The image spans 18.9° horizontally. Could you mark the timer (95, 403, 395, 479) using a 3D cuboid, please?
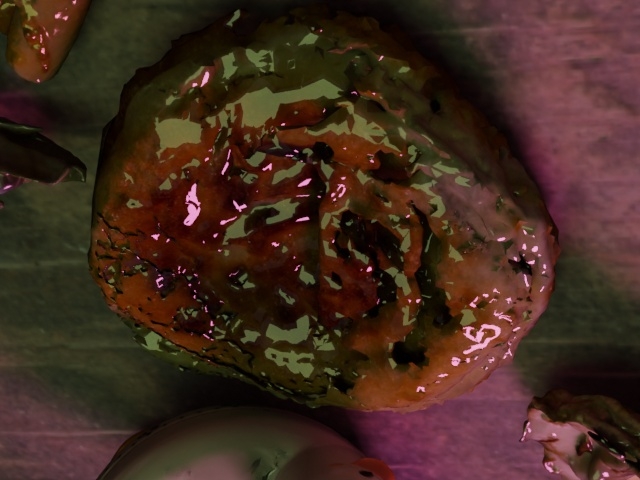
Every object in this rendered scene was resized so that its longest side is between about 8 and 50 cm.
[{"bbox_3d":[-0.044,0.219,1.208,0.233,0.240,0.234,-1,95,-10],"label":"timer"}]

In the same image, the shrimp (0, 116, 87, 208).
[{"bbox_3d":[-0.277,-0.115,1.150,0.317,0.077,0.168,21,128,9],"label":"shrimp"}]

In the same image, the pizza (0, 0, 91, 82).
[{"bbox_3d":[-0.194,-0.187,1.067,0.161,0.062,0.182,28,133,1],"label":"pizza"}]

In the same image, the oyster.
[{"bbox_3d":[0.261,0.197,1.187,0.345,0.079,0.128,39,151,-13],"label":"oyster"}]

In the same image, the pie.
[{"bbox_3d":[0.000,-0.001,1.120,0.308,0.085,0.308,10,128,13],"label":"pie"}]
